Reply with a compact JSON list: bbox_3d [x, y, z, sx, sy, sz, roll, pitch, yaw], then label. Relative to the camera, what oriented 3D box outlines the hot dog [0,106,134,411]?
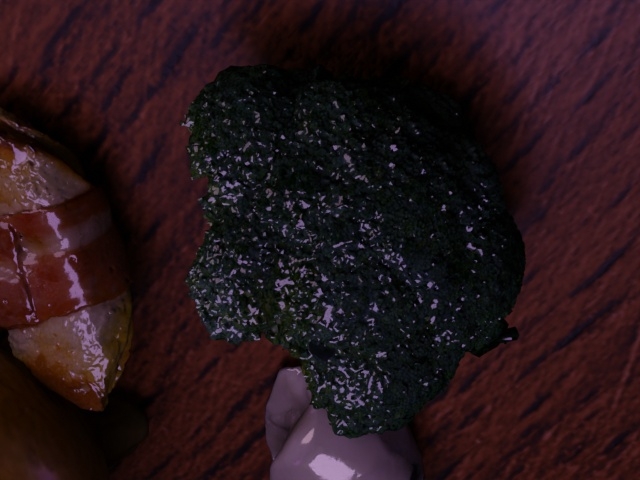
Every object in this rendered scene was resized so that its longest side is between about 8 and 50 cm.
[{"bbox_3d":[-0.208,0.006,1.113,0.123,0.093,0.261,-7,106,21],"label":"hot dog"}]

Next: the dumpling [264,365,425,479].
[{"bbox_3d":[0.012,0.196,1.204,0.176,0.092,0.150,34,136,-18],"label":"dumpling"}]

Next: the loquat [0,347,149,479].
[{"bbox_3d":[-0.297,0.220,1.153,0.359,0.328,0.328,-22,127,-28],"label":"loquat"}]

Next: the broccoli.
[{"bbox_3d":[0.000,0.000,1.016,0.269,0.254,0.269,31,140,31],"label":"broccoli"}]
